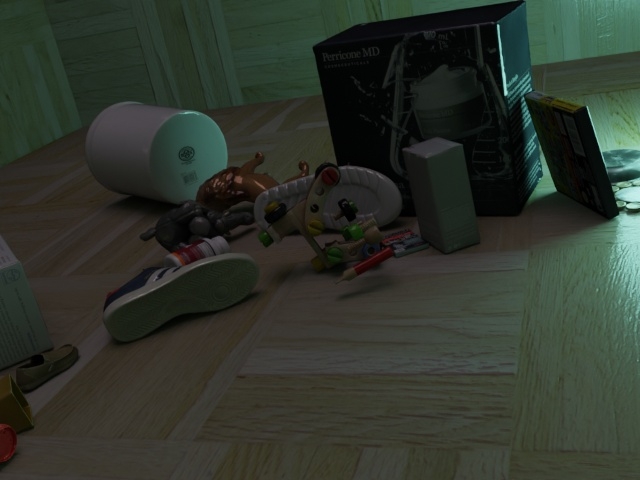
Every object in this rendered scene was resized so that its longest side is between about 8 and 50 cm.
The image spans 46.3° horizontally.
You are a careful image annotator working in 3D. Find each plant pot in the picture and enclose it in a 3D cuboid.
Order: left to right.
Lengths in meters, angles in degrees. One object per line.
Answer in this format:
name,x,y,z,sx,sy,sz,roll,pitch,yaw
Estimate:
plant pot,-0.576,0.307,1.343,0.083,0.082,0.081,-29,25,-15

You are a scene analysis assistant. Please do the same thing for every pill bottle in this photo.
pill bottle,-0.298,0.047,1.830,0.152,0.086,0.086,-27,26,-36

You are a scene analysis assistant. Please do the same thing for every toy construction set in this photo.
toy construction set,0.000,0.000,1.676,0.237,0.257,0.309,-30,34,-2

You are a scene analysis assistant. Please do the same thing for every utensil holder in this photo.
utensil holder,-0.542,-0.293,2.485,0.327,0.328,0.385,-29,28,-37

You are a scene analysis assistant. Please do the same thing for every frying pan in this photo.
frying pan,0.827,-0.200,1.918,0.326,0.053,0.197,-9,22,16

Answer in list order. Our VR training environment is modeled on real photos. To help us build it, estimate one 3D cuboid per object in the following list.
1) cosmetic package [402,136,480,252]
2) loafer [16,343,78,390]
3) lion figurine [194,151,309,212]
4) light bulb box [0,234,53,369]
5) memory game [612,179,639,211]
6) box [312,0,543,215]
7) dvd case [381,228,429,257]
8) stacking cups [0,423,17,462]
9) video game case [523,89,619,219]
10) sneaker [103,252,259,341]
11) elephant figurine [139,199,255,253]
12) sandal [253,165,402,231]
cosmetic package,0.274,-0.105,1.699,0.107,0.238,0.127,-18,23,-14
loafer,-0.551,0.247,1.510,0.056,0.050,0.148,1,25,29
lion figurine,-0.162,-0.141,2.164,0.392,0.142,0.240,9,37,34
light bulb box,-0.833,0.158,1.641,0.361,0.225,0.358,-23,25,-24
memory game,0.748,-0.105,1.762,0.186,0.012,0.186,-10,22,4
box,0.289,-0.329,1.935,0.479,0.472,0.297,0,24,30
dvd case,0.194,0.005,1.775,0.087,0.013,0.119,-17,21,-13
stacking cups,-0.673,0.347,1.289,0.316,0.096,0.096,1,25,21
video game case,0.581,-0.205,1.740,0.035,0.275,0.248,-27,22,-1
sneaker,-0.312,0.096,1.650,0.350,0.131,0.148,-18,27,-15
elephant figurine,-0.321,-0.036,2.005,0.169,0.186,0.239,-51,-4,21
sandal,0.021,-0.106,1.970,0.416,0.169,0.102,-2,3,23
